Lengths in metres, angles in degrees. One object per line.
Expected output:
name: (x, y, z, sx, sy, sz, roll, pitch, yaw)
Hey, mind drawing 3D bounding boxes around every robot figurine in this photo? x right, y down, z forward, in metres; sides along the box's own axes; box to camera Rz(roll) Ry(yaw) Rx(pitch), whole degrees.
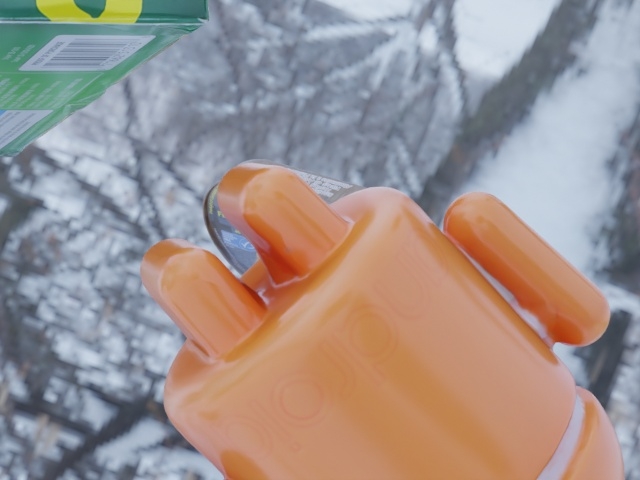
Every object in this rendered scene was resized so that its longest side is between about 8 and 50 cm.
robot figurine: (0.027, 0.069, 0.655, 0.219, 0.128, 0.158, 46, -136, -13)

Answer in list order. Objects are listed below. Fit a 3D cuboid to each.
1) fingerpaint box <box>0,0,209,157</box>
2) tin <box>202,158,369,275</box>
fingerpaint box: (-0.234, -0.270, 1.114, 0.163, 0.371, 0.445, -2, 175, -24)
tin: (0.000, 0.000, 1.220, 0.189, 0.040, 0.106, 18, 141, 31)
